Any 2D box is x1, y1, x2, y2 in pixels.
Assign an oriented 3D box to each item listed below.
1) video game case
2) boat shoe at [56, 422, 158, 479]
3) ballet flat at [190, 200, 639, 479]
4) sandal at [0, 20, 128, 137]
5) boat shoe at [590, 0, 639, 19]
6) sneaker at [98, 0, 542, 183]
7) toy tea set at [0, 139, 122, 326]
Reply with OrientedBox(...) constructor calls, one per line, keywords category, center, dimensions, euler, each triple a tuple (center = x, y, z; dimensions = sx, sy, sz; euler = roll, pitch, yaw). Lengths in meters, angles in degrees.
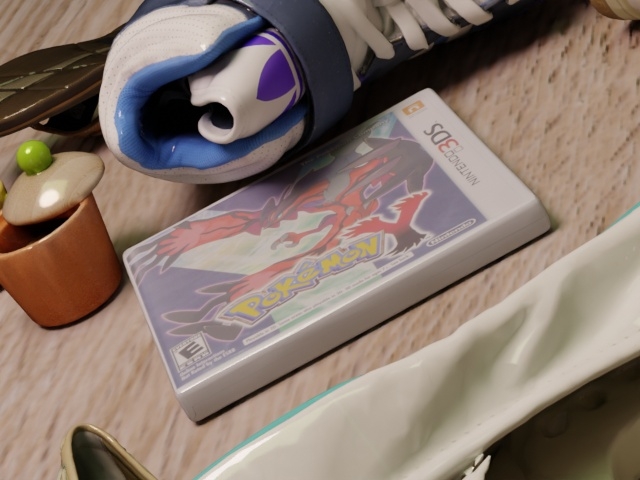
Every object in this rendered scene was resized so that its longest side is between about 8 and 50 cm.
OrientedBox(category="video game case", center=(0.000, 0.000, 0.986), dimensions=(0.201, 0.023, 0.183), euler=(-29, 26, -2))
OrientedBox(category="boat shoe", center=(-0.078, 0.122, 0.797), dimensions=(0.056, 0.048, 0.153), euler=(-10, 17, -20))
OrientedBox(category="ballet flat", center=(0.075, 0.092, 0.656), dimensions=(0.400, 0.139, 0.139), euler=(-34, 27, -14))
OrientedBox(category="sandal", center=(-0.150, -0.105, 1.287), dimensions=(0.219, 0.060, 0.090), euler=(-28, 28, -34))
OrientedBox(category="boat shoe", center=(0.267, -0.231, 1.066), dimensions=(0.098, 0.109, 0.302), euler=(15, 54, 47))
OrientedBox(category="sneaker", center=(0.023, -0.125, 1.061), dimensions=(0.323, 0.130, 0.236), euler=(-17, 26, 24))
OrientedBox(category="toy tea set", center=(-0.277, 0.012, 1.109), dimensions=(0.336, 0.124, 0.200), euler=(-24, 26, 7))
